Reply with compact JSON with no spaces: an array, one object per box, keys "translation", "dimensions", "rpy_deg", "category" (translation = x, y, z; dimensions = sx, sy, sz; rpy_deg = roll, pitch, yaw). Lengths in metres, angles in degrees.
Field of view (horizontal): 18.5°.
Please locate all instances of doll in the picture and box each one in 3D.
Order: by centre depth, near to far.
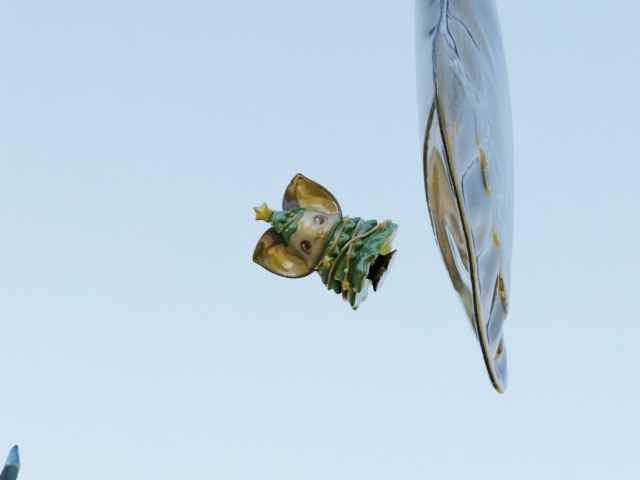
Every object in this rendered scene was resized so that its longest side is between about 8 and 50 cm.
[{"translation":[0.005,0.004,1.502],"dimensions":[0.113,0.078,0.076],"rpy_deg":[23,-10,25],"category":"doll"}]

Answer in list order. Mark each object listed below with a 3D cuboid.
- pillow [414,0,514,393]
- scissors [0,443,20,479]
[{"translation":[0.053,-0.048,0.709],"dimensions":[0.033,0.217,0.130],"rpy_deg":[-9,-60,8],"category":"pillow"},{"translation":[-0.280,0.251,1.126],"dimensions":[0.180,0.032,0.393],"rpy_deg":[29,-63,-26],"category":"scissors"}]
